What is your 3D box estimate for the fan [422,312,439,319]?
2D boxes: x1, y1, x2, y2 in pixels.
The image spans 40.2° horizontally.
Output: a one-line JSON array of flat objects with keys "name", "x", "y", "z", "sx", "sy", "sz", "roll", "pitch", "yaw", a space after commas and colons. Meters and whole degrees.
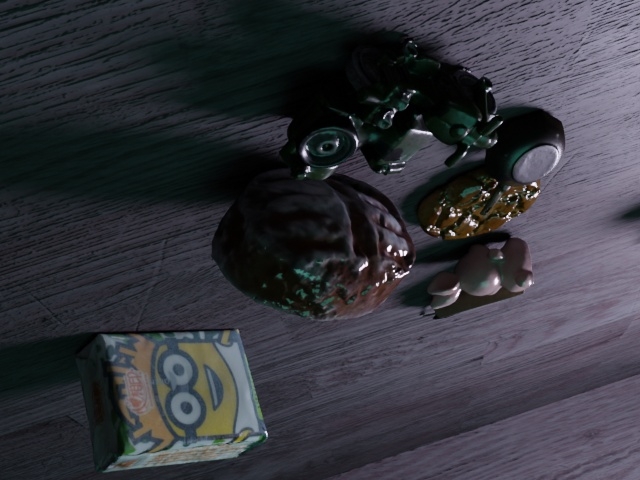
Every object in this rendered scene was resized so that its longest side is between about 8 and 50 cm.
[{"name": "fan", "x": 0.279, "y": 0.155, "z": 1.916, "sx": 0.113, "sy": 0.005, "sz": 0.175, "roll": -22, "pitch": -179, "yaw": -33}]

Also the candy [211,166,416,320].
[{"name": "candy", "x": 0.000, "y": 0.000, "z": 1.205, "sx": 0.290, "sy": 0.214, "sz": 0.157, "roll": 1, "pitch": 144, "yaw": -38}]

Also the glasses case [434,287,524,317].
[{"name": "glasses case", "x": 0.334, "y": 0.095, "z": 1.828, "sx": 0.194, "sy": 0.070, "sz": 0.102, "roll": -19, "pitch": -179, "yaw": 23}]

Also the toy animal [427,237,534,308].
[{"name": "toy animal", "x": 0.302, "y": 0.057, "z": 1.692, "sx": 0.213, "sy": 0.124, "sz": 0.124, "roll": -7, "pitch": 155, "yaw": -4}]

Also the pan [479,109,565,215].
[{"name": "pan", "x": 0.318, "y": -0.106, "z": 1.352, "sx": 0.129, "sy": 0.048, "sz": 0.202, "roll": -18, "pitch": 142, "yaw": -6}]

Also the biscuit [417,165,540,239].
[{"name": "biscuit", "x": 0.271, "y": -0.062, "z": 1.480, "sx": 0.226, "sy": 0.042, "sz": 0.226, "roll": -14, "pitch": 155, "yaw": -7}]

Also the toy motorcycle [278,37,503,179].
[{"name": "toy motorcycle", "x": 0.089, "y": -0.141, "z": 1.081, "sx": 0.275, "sy": 0.127, "sz": 0.205, "roll": 6, "pitch": 143, "yaw": -37}]

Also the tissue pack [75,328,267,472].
[{"name": "tissue pack", "x": -0.271, "y": 0.288, "z": 1.597, "sx": 0.311, "sy": 0.227, "sz": 0.128, "roll": 4, "pitch": 148, "yaw": -42}]
